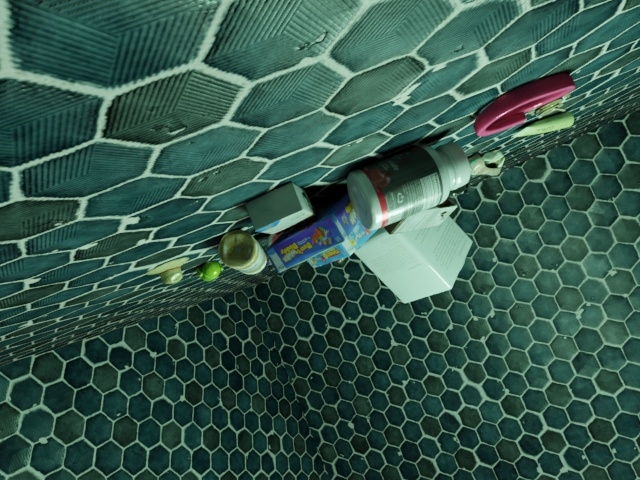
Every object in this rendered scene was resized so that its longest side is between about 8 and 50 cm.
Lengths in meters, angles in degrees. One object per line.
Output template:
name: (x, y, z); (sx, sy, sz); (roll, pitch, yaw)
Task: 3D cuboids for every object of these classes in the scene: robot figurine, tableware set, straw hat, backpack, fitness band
robot figurine: (-0.429, 0.119, 1.900); (0.101, 0.067, 0.115); (-14, 171, -31)
tableware set: (0.727, -0.421, 1.548); (0.128, 0.039, 0.194); (-26, 174, 29)
straw hat: (-0.489, 0.111, 1.602); (0.144, 0.061, 0.144); (-23, 174, -2)
backpack: (0.485, -0.240, 1.889); (0.115, 0.152, 0.182); (-18, -173, 4)
fitness band: (0.537, -0.359, 1.304); (0.290, 0.054, 0.209); (-22, 175, -20)

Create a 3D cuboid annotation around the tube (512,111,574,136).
tube: (0.846, -0.434, 1.855); (0.240, 0.062, 0.070); (-16, 133, -17)

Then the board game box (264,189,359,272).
board game box: (0.005, -0.047, 1.482); (0.233, 0.078, 0.347); (-26, -168, 27)

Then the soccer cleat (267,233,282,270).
soccer cleat: (-0.142, 0.025, 1.737); (0.108, 0.117, 0.318); (-19, 167, -15)

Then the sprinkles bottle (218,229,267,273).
sprinkles bottle: (-0.250, 0.045, 1.630); (0.121, 0.121, 0.355); (-23, 175, -4)

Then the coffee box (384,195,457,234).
coffee box: (0.324, -0.134, 1.743); (0.297, 0.168, 0.119); (-10, 147, -41)

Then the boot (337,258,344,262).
boot: (0.113, 0.040, 1.935); (0.114, 0.037, 0.106); (-41, -171, 7)

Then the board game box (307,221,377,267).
board game box: (0.111, -0.035, 1.941); (0.308, 0.086, 0.302); (-42, -171, -27)

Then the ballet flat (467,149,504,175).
ballet flat: (0.724, -0.335, 2.094); (0.315, 0.108, 0.106); (-18, 159, -47)

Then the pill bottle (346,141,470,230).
pill bottle: (0.249, -0.162, 1.372); (0.318, 0.177, 0.176); (-22, 175, -11)

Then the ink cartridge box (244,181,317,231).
ink cartridge box: (-0.095, -0.078, 1.289); (0.134, 0.078, 0.231); (-23, 175, 7)

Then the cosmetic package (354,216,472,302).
cosmetic package: (0.436, 0.026, 2.323); (0.327, 0.394, 0.329); (-30, -162, 51)
